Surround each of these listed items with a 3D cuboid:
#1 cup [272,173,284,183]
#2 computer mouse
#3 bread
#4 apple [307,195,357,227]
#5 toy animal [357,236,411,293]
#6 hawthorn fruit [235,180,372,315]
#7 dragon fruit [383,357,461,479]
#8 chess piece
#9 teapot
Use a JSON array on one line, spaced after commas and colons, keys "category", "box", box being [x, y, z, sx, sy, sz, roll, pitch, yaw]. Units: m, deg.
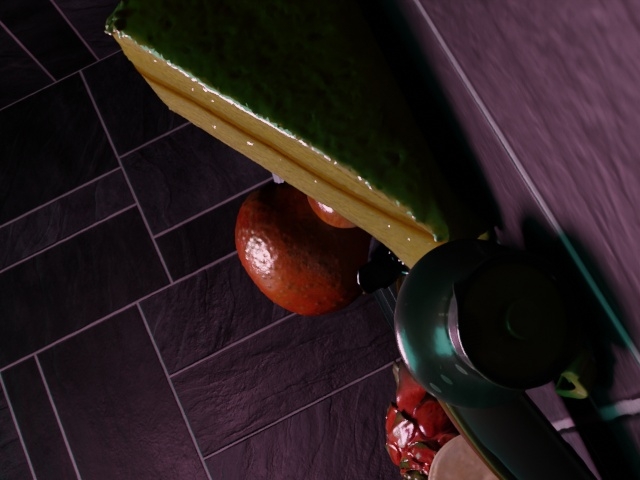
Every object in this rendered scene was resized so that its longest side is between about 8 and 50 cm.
[{"category": "cup", "box": [-0.016, -0.166, 1.820, 0.166, 0.221, 0.202, 23, -154, -31]}, {"category": "computer mouse", "box": [0.162, 0.160, 0.694, 0.310, 0.072, 0.158, 50, -174, 5]}, {"category": "bread", "box": [-0.016, -0.084, 0.765, 0.233, 0.244, 0.362, 62, -176, -72]}, {"category": "apple", "box": [0.040, -0.080, 1.109, 0.102, 0.126, 0.126, 91, 157, -51]}, {"category": "toy animal", "box": [0.099, 0.028, 1.082, 0.121, 0.117, 0.210, 57, 179, -16]}, {"category": "hawthorn fruit", "box": [0.000, 0.000, 1.352, 0.300, 0.275, 0.275, 49, -175, -26]}, {"category": "dragon fruit", "box": [0.208, 0.336, 1.435, 0.192, 0.193, 0.274, 69, -161, -44]}, {"category": "chess piece", "box": [0.287, 0.442, 1.226, 0.300, 0.167, 0.167, 59, -178, -44]}, {"category": "teapot", "box": [0.138, 0.070, 0.575, 0.165, 0.130, 0.119, 31, 166, -8]}]
